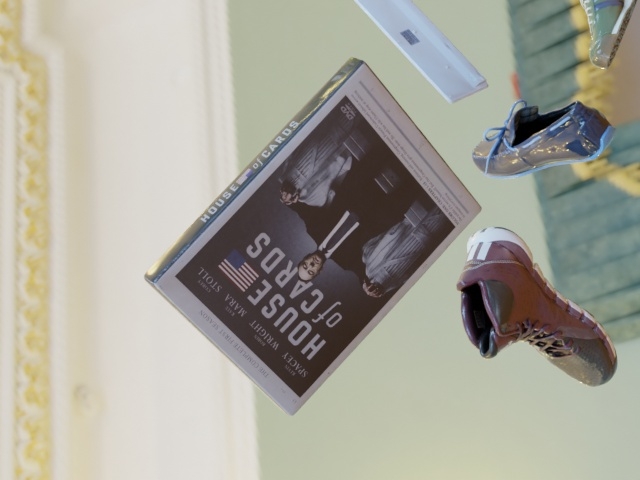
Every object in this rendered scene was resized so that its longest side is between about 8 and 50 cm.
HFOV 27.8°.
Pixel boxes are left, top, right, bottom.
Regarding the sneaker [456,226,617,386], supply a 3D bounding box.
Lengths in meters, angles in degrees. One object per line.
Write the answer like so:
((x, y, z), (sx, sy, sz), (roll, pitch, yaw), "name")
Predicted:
((0.272, 0.129, 1.724), (0.281, 0.106, 0.162), (46, -135, -10), "sneaker")

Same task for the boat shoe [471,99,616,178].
((0.302, -0.157, 1.817), (0.089, 0.258, 0.109), (45, -123, -21), "boat shoe")

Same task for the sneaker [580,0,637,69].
((0.376, -0.319, 1.740), (0.064, 0.086, 0.192), (76, -144, -64), "sneaker")

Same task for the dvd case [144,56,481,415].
((0.000, 0.000, 1.036), (0.238, 0.029, 0.179), (-48, -59, -9), "dvd case")

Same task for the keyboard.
((0.135, -0.293, 1.851), (0.072, 0.014, 0.256), (-29, -117, -21), "keyboard")
